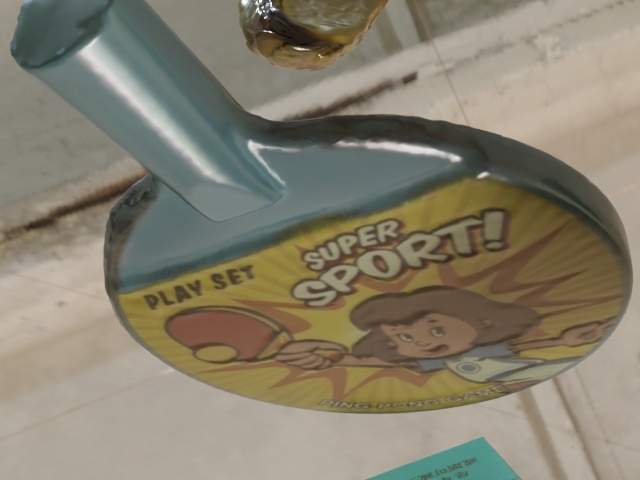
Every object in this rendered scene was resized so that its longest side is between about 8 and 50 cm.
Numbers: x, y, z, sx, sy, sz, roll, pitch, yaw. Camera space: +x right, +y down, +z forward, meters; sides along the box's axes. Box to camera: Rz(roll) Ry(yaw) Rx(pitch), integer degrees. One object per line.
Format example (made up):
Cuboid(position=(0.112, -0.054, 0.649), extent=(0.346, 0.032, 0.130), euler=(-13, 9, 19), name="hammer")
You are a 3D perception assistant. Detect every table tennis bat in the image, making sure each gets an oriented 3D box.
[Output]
Cuboid(position=(0.000, 0.000, 0.582), extent=(0.215, 0.329, 0.044), euler=(-17, -124, 25), name="table tennis bat")

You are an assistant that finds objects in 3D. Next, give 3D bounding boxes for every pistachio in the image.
Cuboid(position=(-0.010, -0.154, 0.994), extent=(0.089, 0.173, 0.049), euler=(26, -59, 5), name="pistachio")

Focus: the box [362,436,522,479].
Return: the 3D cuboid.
Cuboid(position=(0.076, 0.211, 0.969), extent=(0.160, 0.226, 0.042), euler=(-20, -73, -8), name="box")
